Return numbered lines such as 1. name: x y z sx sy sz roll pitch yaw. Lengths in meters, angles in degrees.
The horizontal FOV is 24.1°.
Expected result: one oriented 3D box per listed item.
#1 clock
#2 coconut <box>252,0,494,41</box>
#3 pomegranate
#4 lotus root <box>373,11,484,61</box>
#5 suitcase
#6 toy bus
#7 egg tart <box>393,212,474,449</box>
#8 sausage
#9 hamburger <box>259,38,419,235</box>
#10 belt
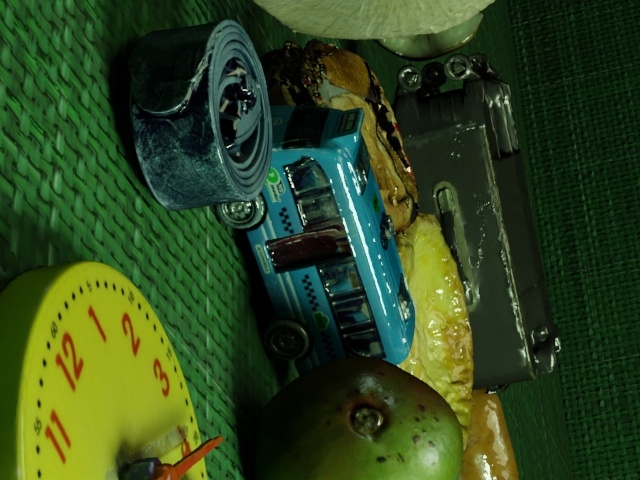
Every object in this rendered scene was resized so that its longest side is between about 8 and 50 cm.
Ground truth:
1. clock: -0.118 0.151 0.899 0.277 0.071 0.293 -85 158 -48
2. coconut: 0.051 -0.362 1.349 0.404 0.404 0.405 -12 90 -76
3. pomegranate: 0.026 0.200 1.259 0.210 0.179 0.180 105 -10 -47
4. lotus root: 0.100 -0.324 1.948 0.235 0.138 0.119 49 4 6
5. suitcase: 0.179 -0.016 1.918 0.283 0.194 0.434 -31 108 -75
6. toy bus: 0.000 0.000 1.349 0.113 0.134 0.246 -74 150 -61
7. egg tart: 0.086 0.111 1.618 0.294 0.123 0.294 -10 90 -72
8. sausage: 0.215 0.323 1.982 0.109 0.108 0.271 -41 119 -74
9. hamburger: 0.015 -0.097 1.514 0.231 0.106 0.231 -19 90 -74
10. belt: -0.095 -0.097 1.169 0.190 0.082 0.141 -63 141 -69
